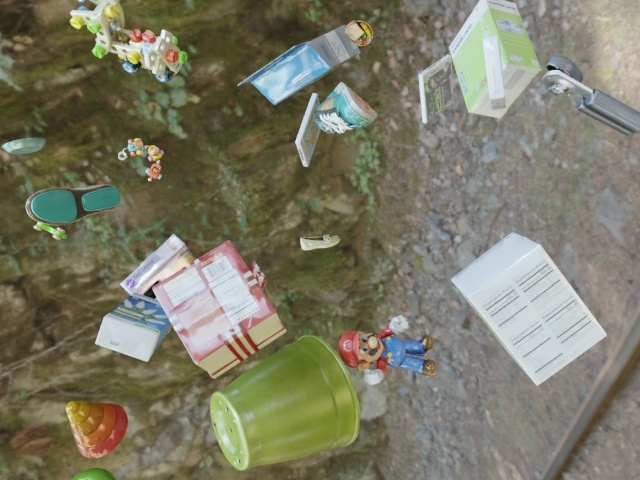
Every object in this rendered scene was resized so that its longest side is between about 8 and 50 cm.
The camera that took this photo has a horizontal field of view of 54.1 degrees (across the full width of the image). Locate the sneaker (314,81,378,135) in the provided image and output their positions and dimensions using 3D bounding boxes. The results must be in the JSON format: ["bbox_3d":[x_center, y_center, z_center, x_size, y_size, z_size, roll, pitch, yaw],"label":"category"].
[{"bbox_3d":[0.054,-0.301,1.516,0.108,0.121,0.302,40,-169,-14],"label":"sneaker"}]

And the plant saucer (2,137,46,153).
[{"bbox_3d":[-0.849,-0.269,1.804,0.119,0.119,0.021,168,88,-80],"label":"plant saucer"}]

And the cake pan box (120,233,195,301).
[{"bbox_3d":[-0.576,0.123,2.258,0.070,0.267,0.246,40,164,16],"label":"cake pan box"}]

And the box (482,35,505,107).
[{"bbox_3d":[0.429,-0.407,1.545,0.186,0.038,0.145,-14,-84,-74],"label":"box"}]

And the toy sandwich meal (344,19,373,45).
[{"bbox_3d":[0.112,-0.602,1.826,0.029,0.085,0.086,-71,-24,-45],"label":"toy sandwich meal"}]

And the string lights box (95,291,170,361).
[{"bbox_3d":[-0.461,0.215,1.603,0.260,0.133,0.077,-104,35,-81],"label":"string lights box"}]

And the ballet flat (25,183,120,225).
[{"bbox_3d":[-0.726,-0.103,1.810,0.316,0.106,0.108,-13,-79,-58],"label":"ballet flat"}]

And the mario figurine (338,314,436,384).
[{"bbox_3d":[0.212,0.341,1.952,0.198,0.320,0.170,-118,39,-64],"label":"mario figurine"}]

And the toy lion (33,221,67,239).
[{"bbox_3d":[-0.792,-0.031,1.853,0.100,0.034,0.096,26,172,3],"label":"toy lion"}]

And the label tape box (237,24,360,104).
[{"bbox_3d":[-0.058,-0.517,1.887,0.240,0.334,0.106,-23,104,37],"label":"label tape box"}]

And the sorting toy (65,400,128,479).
[{"bbox_3d":[-0.472,0.457,1.203,0.126,0.126,0.366,65,-165,-46],"label":"sorting toy"}]

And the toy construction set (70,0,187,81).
[{"bbox_3d":[-0.456,-0.501,1.558,0.327,0.151,0.215,32,158,20],"label":"toy construction set"}]

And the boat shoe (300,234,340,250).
[{"bbox_3d":[-0.001,-0.001,2.404,0.056,0.152,0.048,-94,-6,-67],"label":"boat shoe"}]

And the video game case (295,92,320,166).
[{"bbox_3d":[-0.038,-0.413,2.362,0.193,0.023,0.213,70,-144,-69],"label":"video game case"}]

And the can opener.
[{"bbox_3d":[0.669,-0.356,1.519,0.283,0.095,0.076,25,173,-9],"label":"can opener"}]

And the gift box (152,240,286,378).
[{"bbox_3d":[-0.243,0.159,1.569,0.276,0.255,0.258,60,172,19],"label":"gift box"}]

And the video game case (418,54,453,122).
[{"bbox_3d":[0.419,-0.544,2.259,0.022,0.173,0.191,26,142,38],"label":"video game case"}]

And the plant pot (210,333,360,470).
[{"bbox_3d":[-0.131,0.512,1.902,0.366,0.352,0.367,28,125,50],"label":"plant pot"}]

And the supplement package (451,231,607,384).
[{"bbox_3d":[0.480,0.152,1.475,0.263,0.198,0.199,51,-175,-7],"label":"supplement package"}]

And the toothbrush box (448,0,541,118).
[{"bbox_3d":[0.505,-0.537,1.844,0.206,0.122,0.283,123,146,-51],"label":"toothbrush box"}]

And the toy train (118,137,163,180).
[{"bbox_3d":[-0.623,-0.294,2.224,0.166,0.125,0.046,31,155,-13],"label":"toy train"}]
